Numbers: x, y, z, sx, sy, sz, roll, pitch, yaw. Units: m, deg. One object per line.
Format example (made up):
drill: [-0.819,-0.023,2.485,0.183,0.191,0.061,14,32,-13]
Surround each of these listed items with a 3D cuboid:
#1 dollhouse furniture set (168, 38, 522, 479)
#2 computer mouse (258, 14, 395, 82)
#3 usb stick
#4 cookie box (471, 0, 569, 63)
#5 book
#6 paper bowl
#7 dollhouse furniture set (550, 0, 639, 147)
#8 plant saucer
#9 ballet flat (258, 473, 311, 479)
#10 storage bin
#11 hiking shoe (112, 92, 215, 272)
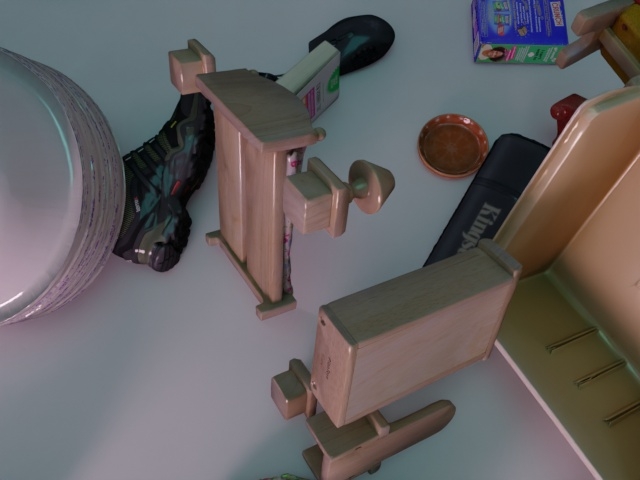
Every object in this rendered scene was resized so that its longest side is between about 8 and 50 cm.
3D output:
dollhouse furniture set: [0.000,0.000,0.641,0.173,0.303,0.355,-17,45,-26]
computer mouse: [-0.020,-0.223,0.785,0.242,0.041,0.071,-24,72,-7]
usb stick: [0.171,0.001,0.695,0.077,0.045,0.278,30,73,11]
cookie box: [0.247,-0.270,0.796,0.107,0.040,0.092,2,69,2]
book: [-0.035,-0.148,0.728,0.035,0.096,0.144,40,76,14]
paper bowl: [-0.352,-0.052,0.623,0.284,0.148,0.285,0,92,10]
dollhouse furniture set: [0.383,-0.050,0.629,0.152,0.201,0.374,-23,70,-7]
plant saucer: [0.156,-0.111,0.754,0.083,0.013,0.084,-1,69,1]
ballet flat: [0.000,0.263,0.584,0.240,0.077,0.091,0,71,2]
storage bin: [0.278,0.052,0.510,0.123,0.260,0.262,-14,54,-27]
hiking shoe: [-0.189,-0.083,0.711,0.114,0.086,0.227,12,71,2]
